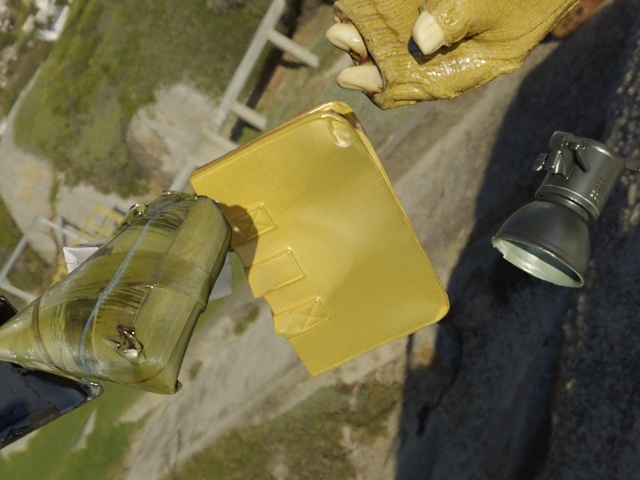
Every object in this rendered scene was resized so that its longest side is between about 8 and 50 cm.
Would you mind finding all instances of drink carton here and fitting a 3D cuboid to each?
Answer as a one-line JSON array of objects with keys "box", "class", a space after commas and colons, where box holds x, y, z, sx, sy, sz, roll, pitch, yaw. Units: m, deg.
[{"box": [-0.250, 0.043, 1.206, 0.222, 0.101, 0.134, -1, 13, 43], "class": "drink carton"}]

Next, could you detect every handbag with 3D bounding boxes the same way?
[{"box": [0.000, 0.000, 1.331, 0.283, 0.401, 0.133, -27, 21, 8], "class": "handbag"}]

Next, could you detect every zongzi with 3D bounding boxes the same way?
[{"box": [-0.255, 0.047, 0.993, 0.274, 0.125, 0.250, 2, 51, 27], "class": "zongzi"}]

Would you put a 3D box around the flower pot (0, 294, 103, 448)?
[{"box": [-0.609, 0.256, 1.463, 0.379, 0.251, 0.379, -30, -1, 0], "class": "flower pot"}]

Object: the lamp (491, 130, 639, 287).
[{"box": [0.366, -0.066, 1.243, 0.147, 0.172, 0.227, 17, 75, 51], "class": "lamp"}]

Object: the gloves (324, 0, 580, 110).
[{"box": [0.176, -0.259, 0.958, 0.356, 0.155, 0.203, -25, 21, -4], "class": "gloves"}]
